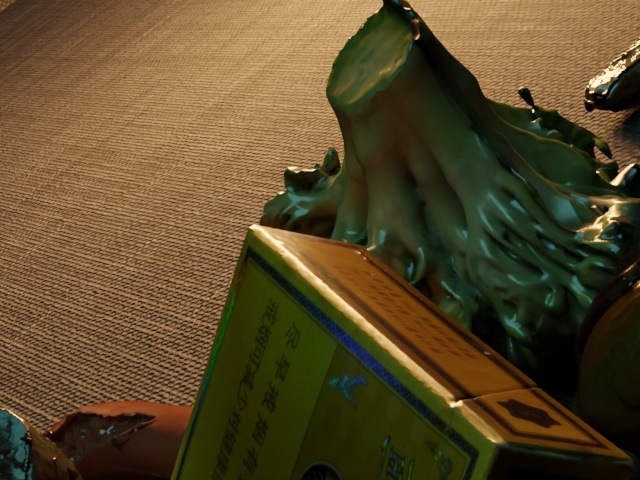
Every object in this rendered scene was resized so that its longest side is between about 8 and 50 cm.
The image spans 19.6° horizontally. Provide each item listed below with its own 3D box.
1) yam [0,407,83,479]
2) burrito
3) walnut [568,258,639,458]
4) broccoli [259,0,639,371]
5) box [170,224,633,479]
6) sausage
[{"bbox_3d":[-0.176,0.195,1.185,0.107,0.183,0.107,-20,39,18],"label":"yam"},{"bbox_3d":[0.272,-0.152,1.495,0.171,0.042,0.051,-42,13,-28],"label":"burrito"},{"bbox_3d":[0.233,0.051,0.989,0.245,0.137,0.137,-23,23,22],"label":"walnut"},{"bbox_3d":[0.080,-0.025,1.199,0.288,0.245,0.248,-23,32,36],"label":"broccoli"},{"bbox_3d":[0.023,0.133,0.959,0.301,0.084,0.193,39,115,59],"label":"box"},{"bbox_3d":[-0.117,0.150,1.315,0.304,0.078,0.078,-3,35,51],"label":"sausage"}]
